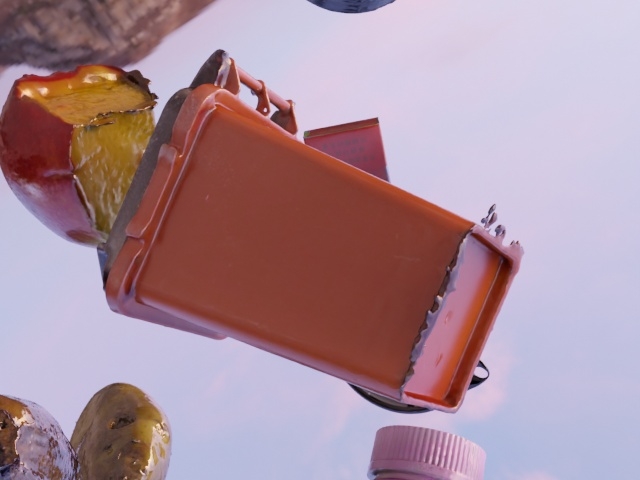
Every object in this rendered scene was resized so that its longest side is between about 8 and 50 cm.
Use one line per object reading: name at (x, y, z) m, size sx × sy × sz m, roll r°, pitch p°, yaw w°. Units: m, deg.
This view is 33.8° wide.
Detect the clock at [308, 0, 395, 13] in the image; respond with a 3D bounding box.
clock at (0.033, -0.353, 1.214) m, size 0.184 × 0.184 × 0.040 m, roll -39°, pitch 177°, yaw -16°

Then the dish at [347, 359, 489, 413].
dish at (0.158, 0.156, 1.851) m, size 0.303 × 0.303 × 0.120 m, roll -19°, pitch -170°, yaw 29°

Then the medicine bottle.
medicine bottle at (0.132, 0.427, 1.507) m, size 0.178 × 0.178 × 0.291 m, roll -11°, pitch -124°, yaw 42°

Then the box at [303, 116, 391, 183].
box at (0.047, -0.078, 1.493) m, size 0.112 × 0.175 × 0.048 m, roll -10°, pitch -162°, yaw 4°

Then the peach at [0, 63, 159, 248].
peach at (-0.174, -0.058, 0.776) m, size 0.118 × 0.151 × 0.151 m, roll -7°, pitch -161°, yaw -11°

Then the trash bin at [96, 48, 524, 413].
trash bin at (0.000, 0.000, 0.683) m, size 0.238 × 0.161 × 0.184 m, roll 20°, pitch -93°, yaw 28°

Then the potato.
potato at (-0.305, 0.332, 1.621) m, size 0.192 × 0.141 × 0.296 m, roll -60°, pitch -162°, yaw 2°

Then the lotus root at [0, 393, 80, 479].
lotus root at (-0.285, 0.233, 1.071) m, size 0.078 × 0.167 × 0.329 m, roll -11°, pitch 161°, yaw -15°
